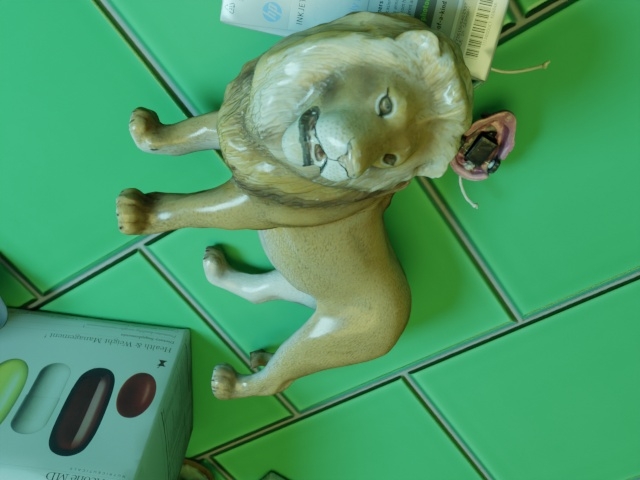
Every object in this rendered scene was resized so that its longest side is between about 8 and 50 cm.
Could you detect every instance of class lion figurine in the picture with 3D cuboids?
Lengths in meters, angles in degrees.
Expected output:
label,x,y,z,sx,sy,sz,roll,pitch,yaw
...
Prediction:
label,x,y,z,sx,sy,sz,roll,pitch,yaw
lion figurine,0.000,0.000,0.601,0.240,0.142,0.392,-4,146,11

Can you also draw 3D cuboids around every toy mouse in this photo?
label,x,y,z,sx,sy,sz,roll,pitch,yaw
toy mouse,0.103,-0.101,0.593,0.143,0.031,0.161,-30,112,24

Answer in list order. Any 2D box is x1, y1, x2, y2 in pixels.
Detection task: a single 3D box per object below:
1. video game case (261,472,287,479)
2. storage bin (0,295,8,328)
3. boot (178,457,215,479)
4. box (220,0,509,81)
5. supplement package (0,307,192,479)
label,x,y,z,sx,sy,sz,roll,pitch,yaw
video game case,-0.035,0.341,0.919,0.157,0.019,0.143,34,121,-17
storage bin,-0.358,0.051,0.696,0.091,0.098,0.135,-37,85,37
boot,-0.249,0.349,0.913,0.236,0.089,0.269,6,125,-9
box,0.036,-0.195,0.515,0.186,0.038,0.145,13,118,4
supplement package,-0.233,0.188,0.725,0.194,0.203,0.149,6,125,2
